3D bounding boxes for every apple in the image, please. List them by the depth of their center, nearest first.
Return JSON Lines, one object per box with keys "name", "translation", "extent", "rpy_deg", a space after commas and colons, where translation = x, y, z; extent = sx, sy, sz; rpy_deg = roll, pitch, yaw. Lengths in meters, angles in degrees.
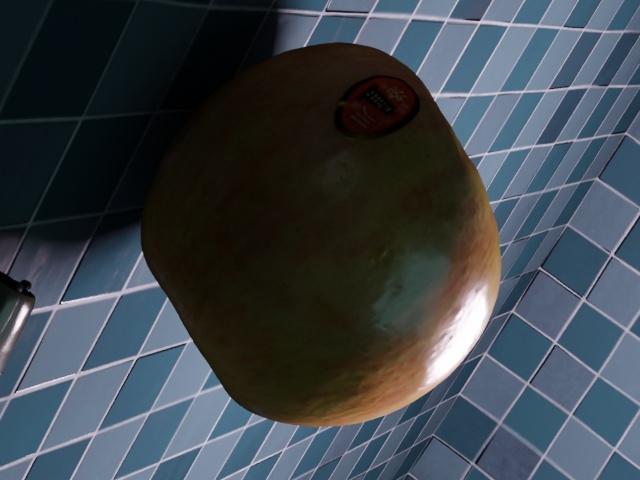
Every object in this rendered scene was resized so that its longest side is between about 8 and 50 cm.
{"name": "apple", "translation": [0.000, 0.000, 1.594], "extent": [0.347, 0.391, 0.391], "rpy_deg": [-28, 158, -4]}

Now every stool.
{"name": "stool", "translation": [-0.324, 0.074, 1.401], "extent": [0.110, 0.096, 0.096], "rpy_deg": [-60, 161, 0]}
